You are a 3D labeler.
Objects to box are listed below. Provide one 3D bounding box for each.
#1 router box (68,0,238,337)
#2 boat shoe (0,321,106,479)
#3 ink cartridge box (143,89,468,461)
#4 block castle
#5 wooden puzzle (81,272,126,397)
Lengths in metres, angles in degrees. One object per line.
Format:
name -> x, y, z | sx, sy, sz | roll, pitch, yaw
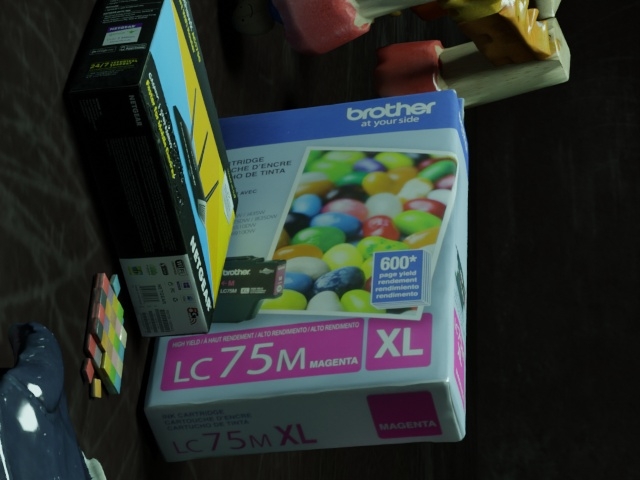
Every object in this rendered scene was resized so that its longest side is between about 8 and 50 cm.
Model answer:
router box -> -0.093, -0.053, 1.085 | 0.133, 0.046, 0.179 | -82, 164, -50
boat shoe -> -0.137, 0.151, 0.615 | 0.340, 0.127, 0.158 | -89, 166, -70
ink cartridge box -> 0.000, 0.000, 1.188 | 0.311, 0.185, 0.065 | -83, 163, -47
block castle -> 0.043, -0.331, 1.521 | 0.303, 0.212, 0.453 | 34, 45, -62
wooden puzzle -> -0.117, 0.052, 1.024 | 0.049, 0.006, 0.083 | 71, 18, -54
